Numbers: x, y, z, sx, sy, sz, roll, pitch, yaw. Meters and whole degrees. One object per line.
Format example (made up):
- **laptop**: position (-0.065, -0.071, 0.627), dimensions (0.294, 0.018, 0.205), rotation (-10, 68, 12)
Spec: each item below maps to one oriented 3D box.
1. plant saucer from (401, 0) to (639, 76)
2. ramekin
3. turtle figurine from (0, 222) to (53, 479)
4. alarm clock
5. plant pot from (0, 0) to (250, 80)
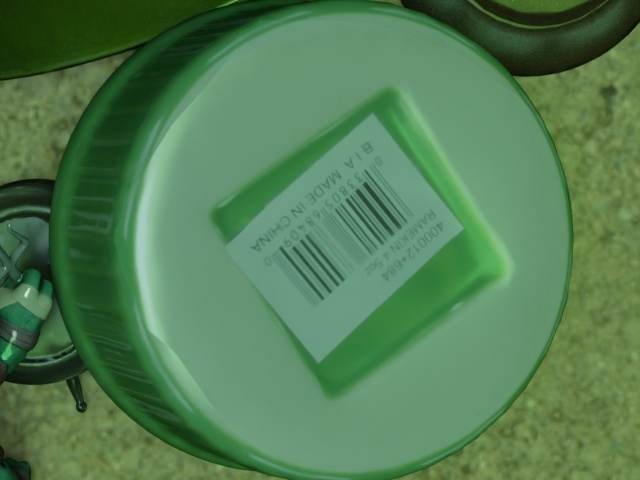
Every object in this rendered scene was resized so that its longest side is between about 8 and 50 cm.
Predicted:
- **plant saucer**: position (0.140, -0.206, 0.905), dimensions (0.199, 0.036, 0.198), rotation (-1, 97, -5)
- **ramekin**: position (0.000, 0.000, 0.825), dimensions (0.303, 0.148, 0.303), rotation (-1, 92, -18)
- **turtle figurine**: position (-0.243, 0.087, 0.805), dimensions (0.175, 0.118, 0.234), rotation (-2, 131, 0)
- **alarm clock**: position (-0.198, 0.015, 0.886), dimensions (0.192, 0.064, 0.129), rotation (36, 92, -5)
- **plant pot**: position (-0.129, -0.322, 0.735), dimensions (0.366, 0.366, 0.353), rotation (-26, 86, -2)
